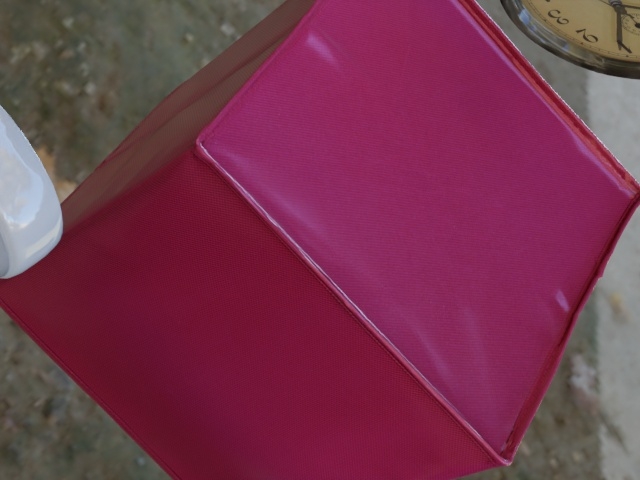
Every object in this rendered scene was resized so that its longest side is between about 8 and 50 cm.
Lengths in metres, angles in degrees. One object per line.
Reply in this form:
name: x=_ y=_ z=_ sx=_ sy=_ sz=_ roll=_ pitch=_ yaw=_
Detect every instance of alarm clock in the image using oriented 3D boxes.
alarm clock: x=0.179 y=-0.135 z=0.805 sx=0.192 sy=0.129 sz=0.064 roll=38 pitch=65 yaw=-31

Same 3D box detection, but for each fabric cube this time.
fabric cube: x=0.000 y=0.000 z=0.928 sx=0.254 sy=0.258 sz=0.259 roll=46 pitch=49 yaw=-11

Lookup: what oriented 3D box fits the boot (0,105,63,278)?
boot: x=-0.210 y=-0.043 z=0.452 sx=0.258 sy=0.095 sz=0.123 roll=34 pitch=58 yaw=18
